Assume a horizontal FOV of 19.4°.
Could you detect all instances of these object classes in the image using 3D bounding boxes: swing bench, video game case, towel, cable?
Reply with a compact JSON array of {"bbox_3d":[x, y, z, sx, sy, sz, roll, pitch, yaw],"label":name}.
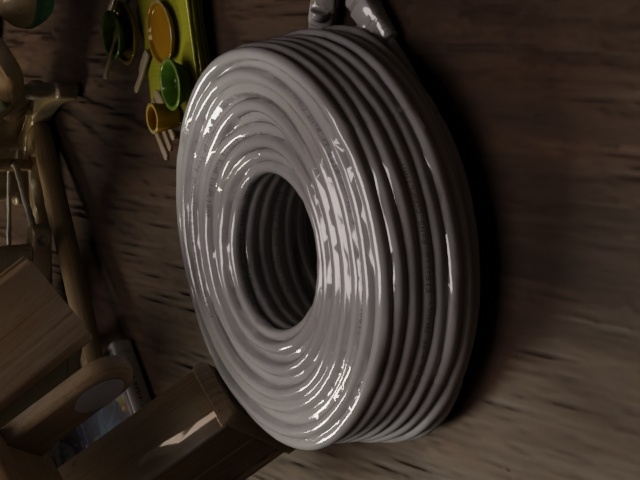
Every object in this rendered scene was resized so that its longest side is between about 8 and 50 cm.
[{"bbox_3d":[-0.327,0.006,1.514,0.165,0.253,0.254,-24,72,61],"label":"swing bench"},{"bbox_3d":[-0.166,0.199,1.536,0.190,0.022,0.173,-52,54,51],"label":"video game case"},{"bbox_3d":[-0.111,-0.202,1.345,0.102,0.021,0.237,3,101,65],"label":"towel"},{"bbox_3d":[0.000,0.000,1.134,0.257,0.089,0.257,57,142,35],"label":"cable"}]

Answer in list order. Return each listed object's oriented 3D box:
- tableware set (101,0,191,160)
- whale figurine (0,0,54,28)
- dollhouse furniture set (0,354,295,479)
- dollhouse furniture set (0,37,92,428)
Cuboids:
[{"bbox_3d":[-0.134,-0.141,1.360,0.154,0.024,0.104,67,151,28],"label":"tableware set"},{"bbox_3d":[-0.193,-0.261,1.350,0.272,0.141,0.216,7,99,55],"label":"whale figurine"},{"bbox_3d":[-0.045,0.270,1.173,0.174,0.303,0.355,-37,64,9],"label":"dollhouse furniture set"},{"bbox_3d":[-0.347,-0.017,1.265,0.394,0.362,0.256,50,167,2],"label":"dollhouse furniture set"}]
